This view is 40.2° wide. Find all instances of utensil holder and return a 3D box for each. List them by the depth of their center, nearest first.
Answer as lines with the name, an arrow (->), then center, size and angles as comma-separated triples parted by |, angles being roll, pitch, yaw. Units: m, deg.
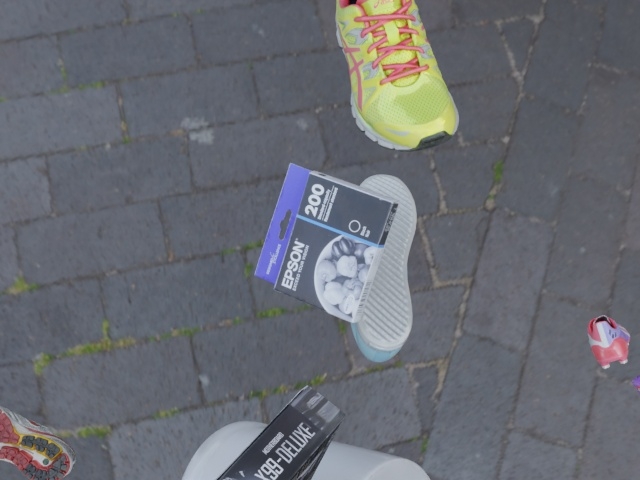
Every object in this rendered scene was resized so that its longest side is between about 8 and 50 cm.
utensil holder -> -0.024, 0.517, 1.589 | 0.385, 0.327, 0.328 | -1, 58, 42

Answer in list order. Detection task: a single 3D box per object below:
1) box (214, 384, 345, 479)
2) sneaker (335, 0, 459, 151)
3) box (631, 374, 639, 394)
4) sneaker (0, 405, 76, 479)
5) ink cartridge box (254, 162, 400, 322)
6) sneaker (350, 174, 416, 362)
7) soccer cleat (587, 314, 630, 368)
box -> -0.096, 0.382, 1.252 | 0.076, 0.307, 0.242 | 35, 45, 14
sneaker -> 0.053, -0.161, 0.721 | 0.081, 0.094, 0.209 | -18, 55, -6
box -> 0.636, 0.207, 1.309 | 0.201, 0.293, 0.057 | -38, 105, -7
sneaker -> -0.512, 0.336, 1.466 | 0.225, 0.093, 0.088 | 29, 86, 8
ink cartridge box -> 0.000, 0.000, 1.415 | 0.208, 0.045, 0.206 | 21, 99, 22
sneaker -> 0.100, 0.054, 1.632 | 0.135, 0.150, 0.366 | 9, 60, -5
soccer cleat -> 0.577, 0.185, 1.765 | 0.083, 0.248, 0.095 | -17, 92, 18
